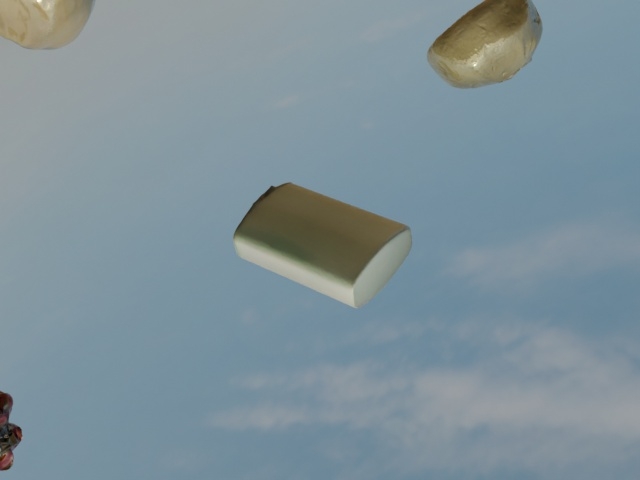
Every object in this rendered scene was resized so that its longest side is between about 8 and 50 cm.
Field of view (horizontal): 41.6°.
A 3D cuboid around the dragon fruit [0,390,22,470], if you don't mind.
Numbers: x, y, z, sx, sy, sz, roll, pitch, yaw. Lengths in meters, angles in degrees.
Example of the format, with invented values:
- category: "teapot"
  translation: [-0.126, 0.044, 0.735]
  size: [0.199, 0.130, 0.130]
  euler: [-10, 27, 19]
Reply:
- category: "dragon fruit"
  translation: [-0.557, 0.266, 1.143]
  size: [0.273, 0.218, 0.198]
  euler: [-19, -160, -35]

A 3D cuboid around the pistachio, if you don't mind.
- category: "pistachio"
  translation: [-0.462, -0.459, 1.349]
  size: [0.226, 0.331, 0.208]
  euler: [-28, -134, -29]

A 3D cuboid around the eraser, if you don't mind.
- category: "eraser"
  translation: [0.000, 0.000, 1.566]
  size: [0.290, 0.104, 0.189]
  euler: [22, -132, 32]

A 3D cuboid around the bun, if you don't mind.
- category: "bun"
  translation: [0.248, -0.284, 1.227]
  size: [0.173, 0.113, 0.166]
  euler: [-35, -178, 3]
